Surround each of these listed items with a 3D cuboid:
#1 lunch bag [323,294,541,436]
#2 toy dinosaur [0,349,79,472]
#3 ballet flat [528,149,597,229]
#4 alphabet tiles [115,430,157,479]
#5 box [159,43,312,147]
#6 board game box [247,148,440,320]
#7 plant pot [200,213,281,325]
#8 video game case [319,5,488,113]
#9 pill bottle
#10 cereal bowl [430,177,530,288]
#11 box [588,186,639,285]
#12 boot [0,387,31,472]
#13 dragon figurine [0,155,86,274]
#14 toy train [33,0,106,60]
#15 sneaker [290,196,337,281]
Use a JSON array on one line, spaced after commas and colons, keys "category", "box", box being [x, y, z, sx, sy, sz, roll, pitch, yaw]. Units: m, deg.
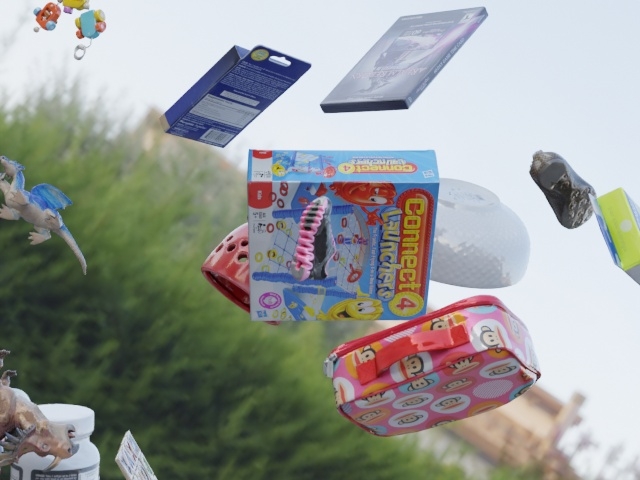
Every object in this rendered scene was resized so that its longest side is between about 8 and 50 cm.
[{"category": "lunch bag", "box": [0.161, 0.188, 1.824, 0.258, 0.293, 0.120, 38, 34, -58]}, {"category": "toy dinosaur", "box": [-0.572, 0.315, 2.086, 0.295, 0.200, 0.127, -18, -24, 18]}, {"category": "ballet flat", "box": [0.413, -0.091, 2.123, 0.058, 0.084, 0.250, 49, 7, 36]}, {"category": "alphabet tiles", "box": [-0.239, 0.385, 1.760, 0.198, 0.009, 0.237, 62, -1, -6]}, {"category": "box", "box": [-0.132, -0.235, 1.945, 0.136, 0.225, 0.036, 12, 48, -50]}, {"category": "board game box", "box": [0.032, -0.004, 2.027, 0.302, 0.086, 0.308, 0, -49, -1]}, {"category": "plant pot", "box": [-0.112, 0.045, 2.409, 0.191, 0.174, 0.191, 31, -16, 10]}, {"category": "video game case", "box": [0.145, -0.312, 2.127, 0.196, 0.274, 0.026, 3, -48, 45]}, {"category": "pill bottle", "box": [-0.479, 0.445, 2.223, 0.162, 0.278, 0.162, 4, 5, 0]}, {"category": "cereal bowl", "box": [0.268, -0.035, 2.491, 0.339, 0.141, 0.339, 10, 21, -4]}, {"category": "box", "box": [0.403, 0.007, 1.558, 0.178, 0.042, 0.109, 32, 37, -52]}, {"category": "boot", "box": [-0.614, 0.370, 2.347, 0.244, 0.088, 0.176, 46, 26, -70]}, {"category": "dragon figurine", "box": [-0.563, -0.061, 2.490, 0.289, 0.085, 0.144, 36, 19, -10]}, {"category": "toy train", "box": [-0.475, -0.419, 2.369, 0.166, 0.125, 0.046, 42, 12, 26]}, {"category": "sneaker", "box": [0.000, 0.000, 1.674, 0.057, 0.119, 0.047, 12, 7, -30]}]
